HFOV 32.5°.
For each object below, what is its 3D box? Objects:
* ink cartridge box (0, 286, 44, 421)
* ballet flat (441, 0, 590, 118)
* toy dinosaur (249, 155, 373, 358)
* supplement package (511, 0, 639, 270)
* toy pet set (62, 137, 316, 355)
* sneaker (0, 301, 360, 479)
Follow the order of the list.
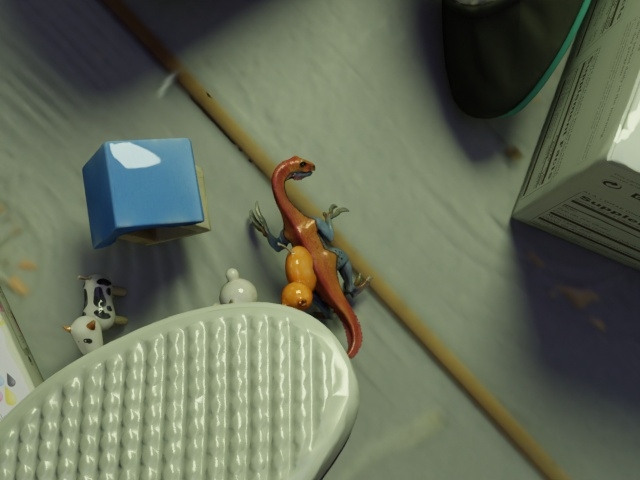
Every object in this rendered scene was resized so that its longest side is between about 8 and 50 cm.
[{"bbox_3d":[-0.208,0.050,0.526,0.115,0.067,0.198,-26,85,-11],"label":"ink cartridge box"},{"bbox_3d":[0.114,-0.200,0.553,0.096,0.095,0.280,17,106,-35],"label":"ballet flat"},{"bbox_3d":[0.000,0.000,0.560,0.047,0.090,0.082,-31,128,-6],"label":"toy dinosaur"},{"bbox_3d":[0.253,-0.103,0.571,0.204,0.145,0.261,22,79,-3],"label":"supplement package"},{"bbox_3d":[-0.072,0.010,0.529,0.122,0.065,0.114,-13,79,18],"label":"toy pet set"},{"bbox_3d":[-0.094,0.139,0.480,0.282,0.161,0.102,-36,64,0],"label":"sneaker"}]
